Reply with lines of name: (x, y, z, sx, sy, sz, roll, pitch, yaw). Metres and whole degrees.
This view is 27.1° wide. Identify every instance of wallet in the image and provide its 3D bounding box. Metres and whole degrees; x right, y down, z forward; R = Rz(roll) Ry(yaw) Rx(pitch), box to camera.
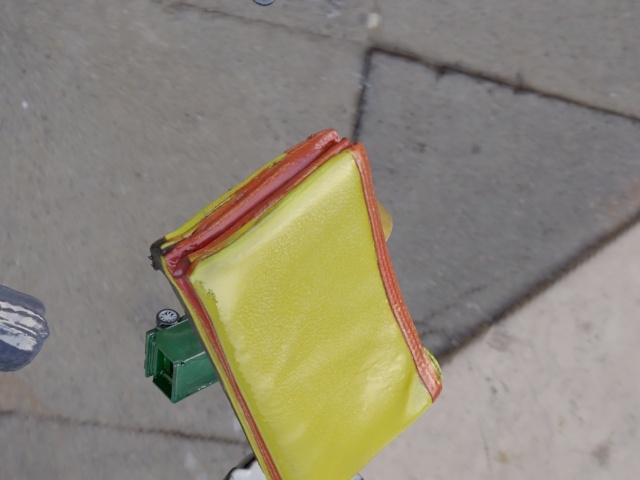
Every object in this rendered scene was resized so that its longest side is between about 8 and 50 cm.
wallet: (-0.007, 0.053, 0.816, 0.141, 0.067, 0.241, -40, 136, -21)

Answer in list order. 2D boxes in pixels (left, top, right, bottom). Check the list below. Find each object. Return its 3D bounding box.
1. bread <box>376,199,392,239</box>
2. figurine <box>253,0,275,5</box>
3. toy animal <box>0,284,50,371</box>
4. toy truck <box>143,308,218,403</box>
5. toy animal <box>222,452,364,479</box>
bread: (0.000, 0.000, 1.141, 0.122, 0.149, 0.073, -44, 104, -8)
figurine: (-0.056, -0.250, 1.103, 0.087, 0.149, 0.086, 28, 119, -22)
toy animal: (-0.291, -0.006, 0.601, 0.081, 0.367, 0.206, -45, 74, 16)
toy truck: (-0.120, 0.103, 1.426, 0.147, 0.079, 0.065, -25, 139, -36)
toy animal: (-0.060, 0.334, 1.392, 0.165, 0.187, 0.235, 19, 129, -12)
